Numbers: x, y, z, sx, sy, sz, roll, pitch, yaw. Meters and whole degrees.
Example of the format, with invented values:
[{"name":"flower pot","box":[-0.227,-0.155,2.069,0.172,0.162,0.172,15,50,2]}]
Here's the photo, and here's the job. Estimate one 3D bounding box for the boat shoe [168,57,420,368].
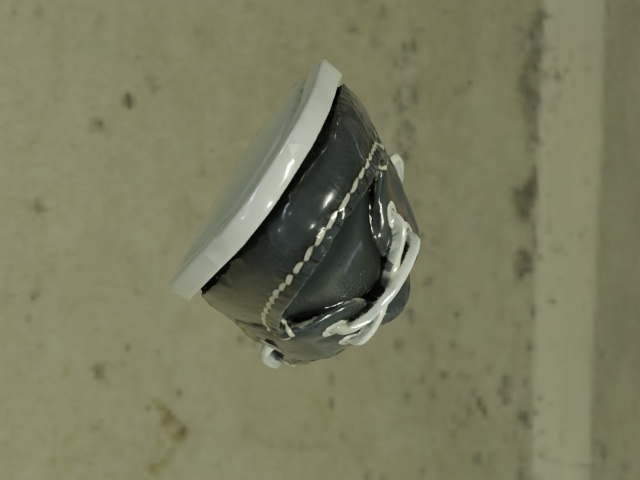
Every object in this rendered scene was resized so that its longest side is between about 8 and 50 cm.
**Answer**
[{"name":"boat shoe","box":[0.000,0.000,0.700,0.114,0.091,0.302,-54,-179,-1]}]
